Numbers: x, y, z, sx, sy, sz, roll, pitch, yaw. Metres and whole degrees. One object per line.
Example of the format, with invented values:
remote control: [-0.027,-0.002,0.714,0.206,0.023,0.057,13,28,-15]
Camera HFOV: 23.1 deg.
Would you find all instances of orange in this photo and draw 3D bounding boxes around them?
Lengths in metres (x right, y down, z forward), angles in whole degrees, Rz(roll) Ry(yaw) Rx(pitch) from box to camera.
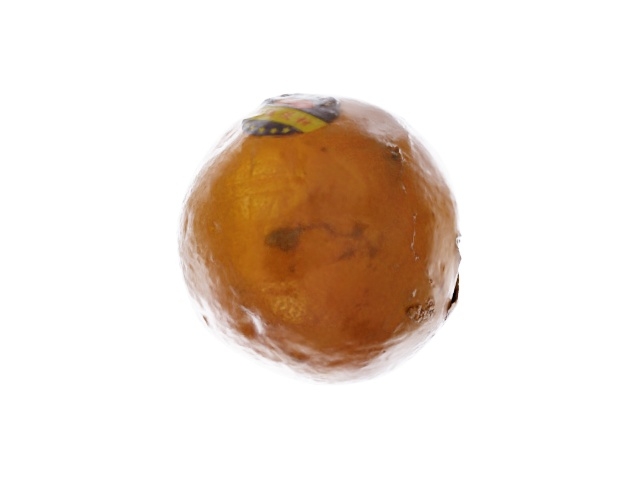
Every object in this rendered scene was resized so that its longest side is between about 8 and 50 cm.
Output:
orange: [0.000,0.001,0.432,0.083,0.083,0.084,1,-95,-8]
